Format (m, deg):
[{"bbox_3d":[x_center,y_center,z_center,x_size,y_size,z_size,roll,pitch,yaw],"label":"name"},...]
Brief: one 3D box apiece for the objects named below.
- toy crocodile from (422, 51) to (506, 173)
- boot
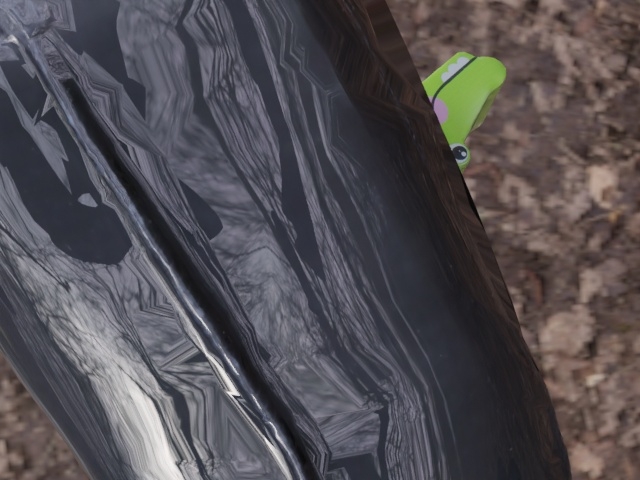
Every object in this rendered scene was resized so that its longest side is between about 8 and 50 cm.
[{"bbox_3d":[0.000,0.000,0.991,0.105,0.340,0.115,44,151,11],"label":"toy crocodile"},{"bbox_3d":[-0.086,0.088,0.667,0.367,0.146,0.445,-24,115,11],"label":"boot"}]
